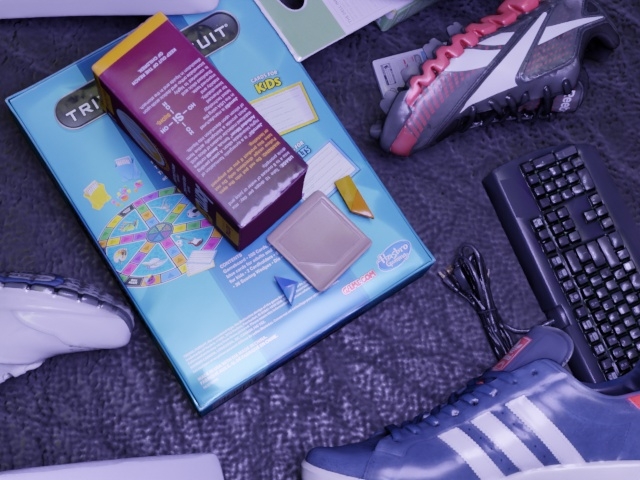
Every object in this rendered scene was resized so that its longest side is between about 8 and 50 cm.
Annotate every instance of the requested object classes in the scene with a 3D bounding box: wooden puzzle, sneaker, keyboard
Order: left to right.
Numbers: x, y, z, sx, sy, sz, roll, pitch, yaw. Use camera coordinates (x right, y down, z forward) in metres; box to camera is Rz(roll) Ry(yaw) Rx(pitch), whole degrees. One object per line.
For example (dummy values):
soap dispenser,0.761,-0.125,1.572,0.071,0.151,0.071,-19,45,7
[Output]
sneaker,-0.315,0.091,1.095,0.297,0.111,0.129,-1,93,-1
wooden puzzle,0.000,0.000,1.095,0.116,0.014,0.078,-37,78,-12
sneaker,0.154,0.151,1.079,0.350,0.131,0.148,-4,93,-7
sneaker,0.176,-0.155,1.170,0.276,0.097,0.135,-38,81,-14
keyboard,0.241,0.069,1.173,0.202,0.033,0.317,-23,79,-10

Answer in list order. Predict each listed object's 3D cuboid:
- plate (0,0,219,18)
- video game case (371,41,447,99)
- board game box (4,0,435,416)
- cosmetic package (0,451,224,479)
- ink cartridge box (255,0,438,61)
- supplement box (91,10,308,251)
plate,-0.215,-0.348,1.174,0.278,0.045,0.277,2,75,17
video game case,0.121,-0.153,1.223,0.122,0.011,0.087,-16,78,-8
board game box,-0.093,-0.046,1.144,0.254,0.079,0.336,-31,81,-12
cosmetic package,-0.273,0.354,0.844,0.394,0.329,0.327,-17,77,18
ink cartridge box,0.022,-0.283,1.207,0.235,0.056,0.171,-32,82,-18
supplement box,-0.103,-0.091,1.058,0.081,0.104,0.188,-42,84,-12
